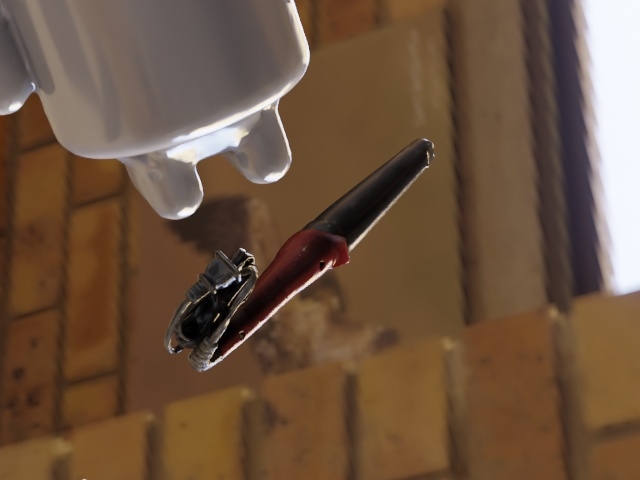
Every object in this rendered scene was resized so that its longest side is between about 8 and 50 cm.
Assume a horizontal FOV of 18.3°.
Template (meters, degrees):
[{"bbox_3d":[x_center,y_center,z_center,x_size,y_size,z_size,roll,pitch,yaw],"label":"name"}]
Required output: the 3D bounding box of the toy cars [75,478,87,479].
[{"bbox_3d":[-0.260,0.309,1.795,0.087,0.394,0.176,46,-112,-2],"label":"toy cars"}]

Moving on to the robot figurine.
[{"bbox_3d":[-0.133,-0.197,1.437,0.200,0.300,0.353,34,145,67],"label":"robot figurine"}]

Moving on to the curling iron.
[{"bbox_3d":[0.000,0.000,1.156,0.035,0.068,0.274,37,-142,14],"label":"curling iron"}]
